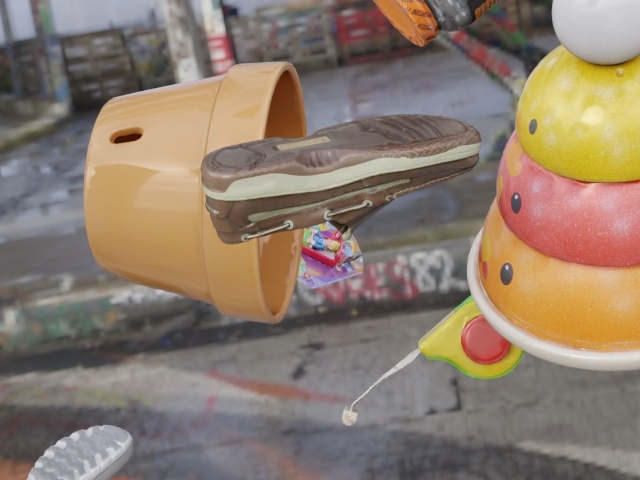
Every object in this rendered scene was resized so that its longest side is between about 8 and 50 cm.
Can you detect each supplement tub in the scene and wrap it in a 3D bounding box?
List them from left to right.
[{"bbox_3d":[0.134,-0.268,1.231,0.190,0.117,0.117,-40,16,-4],"label":"supplement tub"}]

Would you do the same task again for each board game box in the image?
[{"bbox_3d":[0.000,0.000,2.108,0.169,0.133,0.033,-15,-24,-44],"label":"board game box"}]

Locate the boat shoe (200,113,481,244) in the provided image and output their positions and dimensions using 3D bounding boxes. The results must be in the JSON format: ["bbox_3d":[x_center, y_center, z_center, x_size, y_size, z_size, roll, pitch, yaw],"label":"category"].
[{"bbox_3d":[0.021,-0.050,1.254,0.257,0.095,0.095,-8,27,-8],"label":"boat shoe"}]

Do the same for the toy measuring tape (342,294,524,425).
[{"bbox_3d":[0.183,0.176,1.915,0.330,0.121,0.121,-42,11,6],"label":"toy measuring tape"}]

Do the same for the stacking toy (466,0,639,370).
[{"bbox_3d":[0.328,-0.122,1.575,0.351,0.480,0.350,-7,38,5],"label":"stacking toy"}]

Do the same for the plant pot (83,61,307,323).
[{"bbox_3d":[-0.137,-0.057,1.538,0.203,0.291,0.291,3,14,10],"label":"plant pot"}]

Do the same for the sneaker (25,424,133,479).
[{"bbox_3d":[-0.378,0.386,2.005,0.281,0.115,0.105,-43,41,-13],"label":"sneaker"}]
